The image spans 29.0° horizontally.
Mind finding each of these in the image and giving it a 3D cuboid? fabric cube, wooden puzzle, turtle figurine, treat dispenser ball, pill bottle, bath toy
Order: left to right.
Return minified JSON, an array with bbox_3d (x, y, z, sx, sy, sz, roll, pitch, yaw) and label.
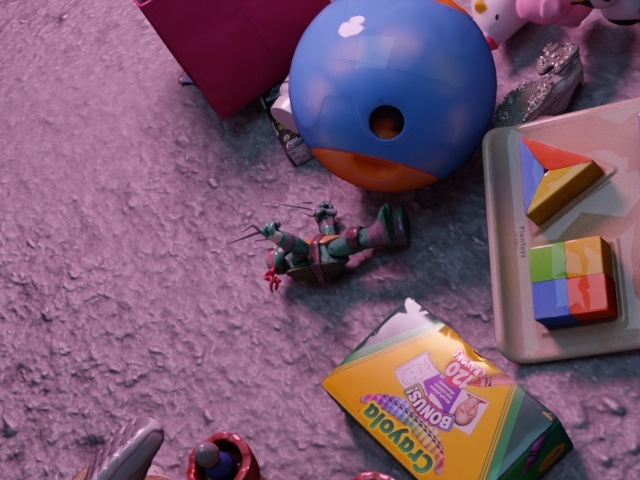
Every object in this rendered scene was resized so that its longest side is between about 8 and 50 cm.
[{"bbox_3d":[-0.153,-0.401,1.956,0.259,0.258,0.254,-34,44,1],"label":"fabric cube"},{"bbox_3d":[-0.013,-0.233,1.866,0.078,0.078,0.137,20,70,36],"label":"pill bottle"},{"bbox_3d":[0.000,0.000,1.731,0.234,0.118,0.175,-10,13,20],"label":"turtle figurine"},{"bbox_3d":[0.099,-0.211,1.708,0.288,0.288,0.288,-14,52,18],"label":"treat dispenser ball"},{"bbox_3d":[0.342,-0.338,1.729,0.348,0.151,0.129,1,57,49],"label":"bath toy"},{"bbox_3d":[0.371,-0.029,1.517,0.347,0.080,0.322,-9,70,23],"label":"wooden puzzle"}]

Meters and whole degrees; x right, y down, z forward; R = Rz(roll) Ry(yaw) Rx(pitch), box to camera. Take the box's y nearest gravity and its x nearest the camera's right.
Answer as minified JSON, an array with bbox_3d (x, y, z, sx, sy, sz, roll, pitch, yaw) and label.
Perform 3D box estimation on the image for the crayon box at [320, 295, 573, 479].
[{"bbox_3d":[0.149,0.212,1.516,0.165,0.081,0.278,-44,49,-7],"label":"crayon box"}]

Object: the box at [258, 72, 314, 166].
[{"bbox_3d":[0.005,-0.230,1.936,0.190,0.045,0.184,-30,46,6],"label":"box"}]

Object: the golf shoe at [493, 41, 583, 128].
[{"bbox_3d":[0.312,-0.192,1.715,0.176,0.086,0.069,-47,37,-18],"label":"golf shoe"}]

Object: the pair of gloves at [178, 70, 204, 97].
[{"bbox_3d":[-0.156,-0.314,2.095,0.159,0.023,0.198,12,63,34],"label":"pair of gloves"}]

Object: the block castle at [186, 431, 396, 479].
[{"bbox_3d":[-0.083,0.459,1.375,0.303,0.213,0.453,9,62,32],"label":"block castle"}]

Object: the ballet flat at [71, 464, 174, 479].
[{"bbox_3d":[-0.247,0.328,1.653,0.206,0.073,0.067,2,44,24],"label":"ballet flat"}]

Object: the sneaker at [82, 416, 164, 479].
[{"bbox_3d":[-0.261,0.351,1.581,0.281,0.115,0.105,-60,9,13],"label":"sneaker"}]

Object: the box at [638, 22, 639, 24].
[{"bbox_3d":[0.526,-0.355,1.746,0.168,0.054,0.059,-31,48,6],"label":"box"}]
